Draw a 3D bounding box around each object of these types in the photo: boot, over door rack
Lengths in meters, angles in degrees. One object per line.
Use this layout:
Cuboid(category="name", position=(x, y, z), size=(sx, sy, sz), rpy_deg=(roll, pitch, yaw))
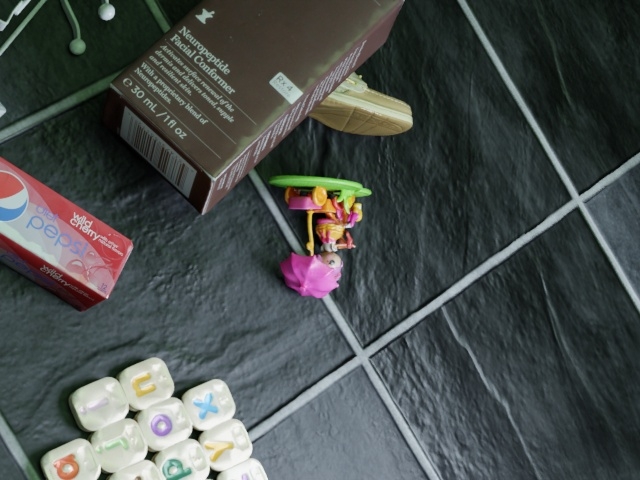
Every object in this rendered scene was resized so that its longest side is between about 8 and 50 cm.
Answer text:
Cuboid(category="boot", position=(0.021, -0.269, 2.232), size=(0.262, 0.095, 0.203), rpy_deg=(15, 68, -17))
Cuboid(category="over door rack", position=(-0.326, -0.295, 1.946), size=(0.108, 0.239, 0.324), rpy_deg=(48, 56, -4))

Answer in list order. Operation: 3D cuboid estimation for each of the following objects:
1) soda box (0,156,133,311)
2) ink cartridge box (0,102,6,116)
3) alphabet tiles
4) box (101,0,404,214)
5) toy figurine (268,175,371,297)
Cuboid(category="soda box", position=(-0.368, -0.020, 1.928), size=(0.263, 0.083, 0.092), rpy_deg=(33, 61, -19))
Cuboid(category="ink cartridge box", position=(-0.494, -0.138, 1.801), size=(0.208, 0.087, 0.153), rpy_deg=(-42, 81, 7))
Cuboid(category="alphabet tiles", position=(-0.204, 0.298, 1.969), size=(0.278, 0.021, 0.284), rpy_deg=(-23, 88, -35))
Cuboid(category="box", position=(-0.086, -0.237, 2.067), size=(0.191, 0.143, 0.381), rpy_deg=(42, 67, 5))
Cuboid(category="toy figurine", position=(0.000, 0.000, 2.151), size=(0.173, 0.130, 0.159), rpy_deg=(9, 84, -55))
